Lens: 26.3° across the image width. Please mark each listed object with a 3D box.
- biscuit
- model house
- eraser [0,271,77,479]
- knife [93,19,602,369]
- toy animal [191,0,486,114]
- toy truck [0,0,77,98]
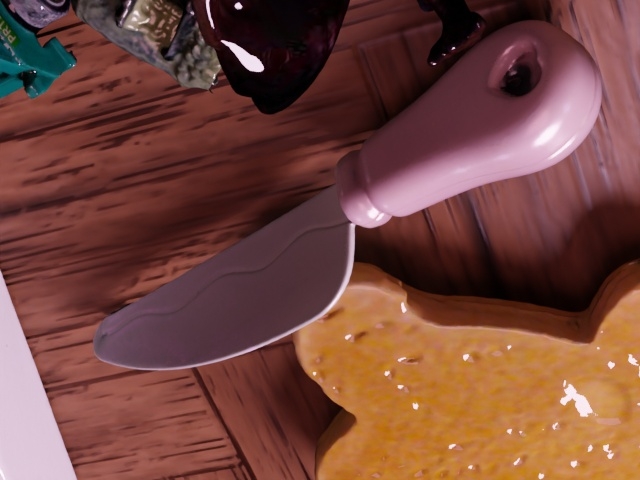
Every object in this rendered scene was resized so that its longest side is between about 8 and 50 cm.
[{"bbox_3d":[0.158,0.095,0.754,0.340,0.047,0.216,-1,126,8],"label":"biscuit"},{"bbox_3d":[-0.071,-0.116,0.632,0.083,0.078,0.066,28,123,-7],"label":"model house"},{"bbox_3d":[-0.211,0.110,0.814,0.076,0.078,0.298,-3,123,13],"label":"eraser"},{"bbox_3d":[0.001,0.002,0.702,0.336,0.081,0.043,-34,141,30],"label":"knife"},{"bbox_3d":[0.014,-0.152,0.557,0.179,0.116,0.218,38,117,-21],"label":"toy animal"},{"bbox_3d":[-0.216,-0.134,0.623,0.110,0.116,0.216,-22,117,24],"label":"toy truck"}]
